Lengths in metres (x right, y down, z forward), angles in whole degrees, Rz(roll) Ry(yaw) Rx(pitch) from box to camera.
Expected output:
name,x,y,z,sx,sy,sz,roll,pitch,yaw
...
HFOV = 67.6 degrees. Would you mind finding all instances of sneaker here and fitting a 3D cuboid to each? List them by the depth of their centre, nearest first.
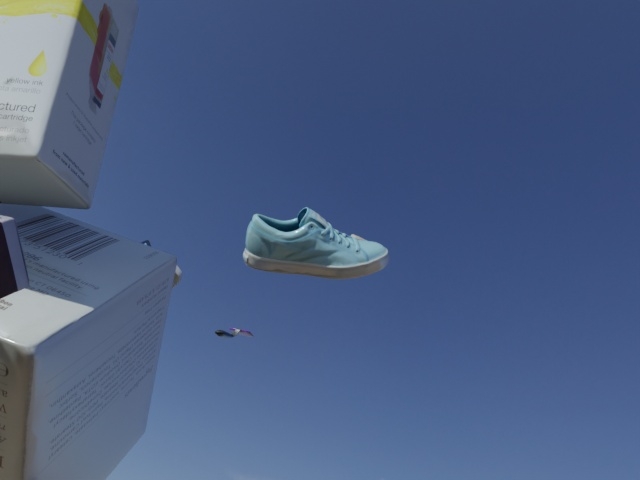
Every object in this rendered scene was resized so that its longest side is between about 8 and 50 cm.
name,x,y,z,sx,sy,sz,roll,pitch,yaw
sneaker,0.000,0.000,1.158,0.365,0.135,0.150,2,-66,-13

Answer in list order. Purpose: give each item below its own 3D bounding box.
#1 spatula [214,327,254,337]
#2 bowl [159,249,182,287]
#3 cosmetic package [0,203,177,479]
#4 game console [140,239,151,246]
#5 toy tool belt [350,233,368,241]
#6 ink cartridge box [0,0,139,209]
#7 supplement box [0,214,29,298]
name,x,y,z,sx,sy,sz,roll,pitch,yaw
spatula,-0.298,0.317,1.629,0.084,0.030,0.296,8,-8,9
bowl,-0.551,0.104,1.657,0.142,0.053,0.142,-33,-77,30
cosmetic package,-0.466,0.192,0.725,0.329,0.327,0.394,18,-70,6
game console,-0.514,0.015,1.275,0.122,0.107,0.071,36,-32,59
toy tool belt,0.110,0.022,1.294,0.083,0.052,0.051,26,-80,-4
ink cartridge box,-0.457,-0.258,0.690,0.279,0.385,0.160,3,-20,0
supplement box,-0.374,0.039,0.353,0.130,0.239,0.073,12,-65,22
